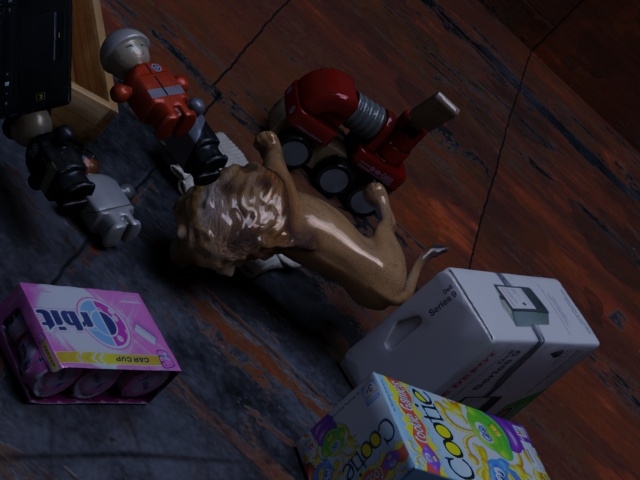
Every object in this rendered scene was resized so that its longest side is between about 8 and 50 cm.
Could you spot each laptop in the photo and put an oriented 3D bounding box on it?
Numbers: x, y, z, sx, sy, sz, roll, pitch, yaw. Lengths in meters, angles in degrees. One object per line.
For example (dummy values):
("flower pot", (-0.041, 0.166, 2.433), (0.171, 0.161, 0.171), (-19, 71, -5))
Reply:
("laptop", (-0.418, -0.251, 1.767), (0.136, 0.264, 0.234), (66, 16, -57))

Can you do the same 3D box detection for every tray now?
("tray", (-0.382, -0.309, 2.082), (0.203, 0.076, 0.411), (28, 30, -34))

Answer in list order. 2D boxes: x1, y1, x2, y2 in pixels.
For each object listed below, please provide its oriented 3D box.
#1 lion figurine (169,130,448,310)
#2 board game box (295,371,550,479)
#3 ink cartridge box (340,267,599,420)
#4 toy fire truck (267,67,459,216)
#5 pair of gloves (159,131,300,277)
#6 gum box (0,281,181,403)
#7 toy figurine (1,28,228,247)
("lion figurine", (0.000, 0.000, 2.020), (0.392, 0.142, 0.240), (19, 27, -15))
("board game box", (0.130, 0.279, 1.889), (0.275, 0.144, 0.142), (23, 32, -41))
("ink cartridge box", (0.198, 0.149, 2.122), (0.289, 0.211, 0.121), (6, 46, -53))
("toy fire truck", (0.073, -0.175, 2.378), (0.217, 0.246, 0.158), (34, 26, -25))
("pair of gloves", (-0.108, -0.056, 2.159), (0.240, 0.042, 0.204), (52, 25, 13))
("gum box", (-0.245, 0.107, 1.661), (0.188, 0.062, 0.107), (8, 43, -53))
("toy figurine", (-0.232, -0.116, 1.839), (0.148, 0.213, 0.209), (54, 2, 23))
